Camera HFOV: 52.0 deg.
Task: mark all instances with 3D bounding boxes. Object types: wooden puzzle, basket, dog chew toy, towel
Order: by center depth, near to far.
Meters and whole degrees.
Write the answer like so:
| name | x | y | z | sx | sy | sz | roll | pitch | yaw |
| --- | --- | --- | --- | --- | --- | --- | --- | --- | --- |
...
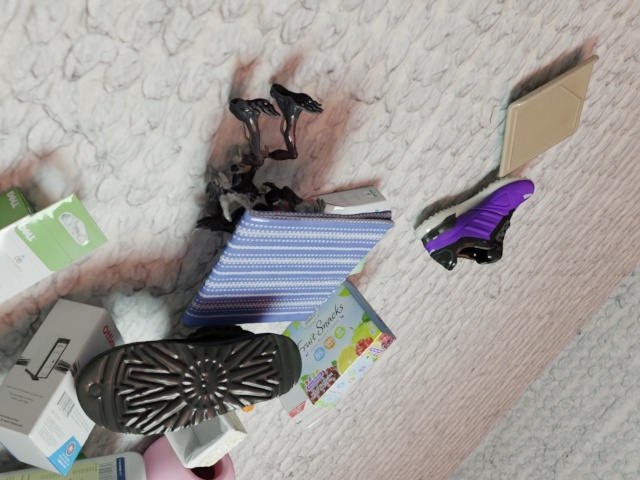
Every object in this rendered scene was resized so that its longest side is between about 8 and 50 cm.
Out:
| name | x | y | z | sx | sy | sz | roll | pitch | yaw |
| --- | --- | --- | --- | --- | --- | --- | --- | --- | --- |
| towel | -0.062 | 0.047 | 1.026 | 0.243 | 0.040 | 0.336 | 0 | 149 | -29 |
| basket | -0.232 | 0.338 | 1.257 | 0.113 | 0.167 | 0.103 | -39 | 151 | -1 |
| wooden puzzle | 0.458 | -0.254 | 1.355 | 0.221 | 0.044 | 0.238 | -31 | 150 | -14 |
| dog chew toy | -0.324 | 0.549 | 1.391 | 0.207 | 0.206 | 0.332 | 5 | 134 | -47 |

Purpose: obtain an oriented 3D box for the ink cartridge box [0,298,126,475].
| name | x | y | z | sx | sy | sz | roll | pitch | yaw |
| --- | --- | --- | --- | --- | --- | --- | --- | --- | --- |
| ink cartridge box | -0.374 | 0.210 | 0.953 | 0.148 | 0.086 | 0.203 | 87 | 19 | -50 |

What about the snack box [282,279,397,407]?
| name | x | y | z | sx | sy | sz | roll | pitch | yaw |
| --- | --- | --- | --- | --- | --- | --- | --- | --- | --- |
| snack box | 0.025 | 0.205 | 1.339 | 0.207 | 0.174 | 0.070 | -47 | 142 | 12 |

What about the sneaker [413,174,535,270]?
| name | x | y | z | sx | sy | sz | roll | pitch | yaw |
| --- | --- | --- | --- | --- | --- | --- | --- | --- | --- |
| sneaker | 0.354 | -0.024 | 1.400 | 0.293 | 0.146 | 0.102 | -27 | 161 | -14 |

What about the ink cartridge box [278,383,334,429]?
| name | x | y | z | sx | sy | sz | roll | pitch | yaw |
| --- | --- | --- | --- | --- | --- | --- | --- | --- | --- |
| ink cartridge box | -0.033 | 0.396 | 1.607 | 0.099 | 0.056 | 0.135 | -35 | 145 | -7 |

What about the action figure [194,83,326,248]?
| name | x | y | z | sx | sy | sz | roll | pitch | yaw |
| --- | --- | --- | --- | --- | --- | --- | --- | --- | --- |
| action figure | -0.087 | -0.075 | 0.948 | 0.164 | 0.141 | 0.275 | -14 | 135 | -36 |

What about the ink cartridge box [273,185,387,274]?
| name | x | y | z | sx | sy | sz | roll | pitch | yaw |
| --- | --- | --- | --- | --- | --- | --- | --- | --- | --- |
| ink cartridge box | 0.000 | 0.000 | 1.193 | 0.225 | 0.056 | 0.181 | -14 | 138 | -35 |

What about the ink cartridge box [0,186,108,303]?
| name | x | y | z | sx | sy | sz | roll | pitch | yaw |
| --- | --- | --- | --- | --- | --- | --- | --- | --- | --- |
| ink cartridge box | -0.389 | 0.007 | 0.817 | 0.209 | 0.062 | 0.109 | -32 | 145 | -13 |

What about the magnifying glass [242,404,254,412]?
| name | x | y | z | sx | sy | sz | roll | pitch | yaw |
| --- | --- | --- | --- | --- | --- | --- | --- | --- | --- |
| magnifying glass | -0.152 | 0.298 | 1.414 | 0.092 | 0.026 | 0.231 | -20 | 139 | -27 |

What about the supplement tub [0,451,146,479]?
| name | x | y | z | sx | sy | sz | roll | pitch | yaw |
| --- | --- | --- | --- | --- | --- | --- | --- | --- | --- |
| supplement tub | -0.459 | 0.503 | 1.120 | 0.325 | 0.235 | 0.235 | -5 | 135 | -17 |

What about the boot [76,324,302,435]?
| name | x | y | z | sx | sy | sz | roll | pitch | yaw |
| --- | --- | --- | --- | --- | --- | --- | --- | --- | --- |
| boot | -0.228 | 0.209 | 1.058 | 0.348 | 0.260 | 0.131 | 0 | 89 | -30 |

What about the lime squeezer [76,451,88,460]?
| name | x | y | z | sx | sy | sz | roll | pitch | yaw |
| --- | --- | --- | --- | --- | --- | --- | --- | --- | --- |
| lime squeezer | -0.434 | 0.321 | 1.139 | 0.110 | 0.059 | 0.310 | -9 | 134 | -37 |

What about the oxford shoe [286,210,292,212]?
| name | x | y | z | sx | sy | sz | roll | pitch | yaw |
| --- | --- | --- | --- | --- | --- | --- | --- | --- | --- |
| oxford shoe | -0.093 | 0.026 | 1.109 | 0.076 | 0.076 | 0.212 | 12 | 128 | -28 |
